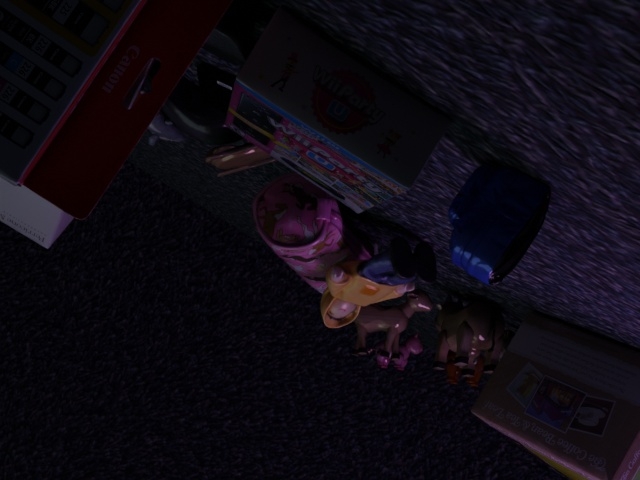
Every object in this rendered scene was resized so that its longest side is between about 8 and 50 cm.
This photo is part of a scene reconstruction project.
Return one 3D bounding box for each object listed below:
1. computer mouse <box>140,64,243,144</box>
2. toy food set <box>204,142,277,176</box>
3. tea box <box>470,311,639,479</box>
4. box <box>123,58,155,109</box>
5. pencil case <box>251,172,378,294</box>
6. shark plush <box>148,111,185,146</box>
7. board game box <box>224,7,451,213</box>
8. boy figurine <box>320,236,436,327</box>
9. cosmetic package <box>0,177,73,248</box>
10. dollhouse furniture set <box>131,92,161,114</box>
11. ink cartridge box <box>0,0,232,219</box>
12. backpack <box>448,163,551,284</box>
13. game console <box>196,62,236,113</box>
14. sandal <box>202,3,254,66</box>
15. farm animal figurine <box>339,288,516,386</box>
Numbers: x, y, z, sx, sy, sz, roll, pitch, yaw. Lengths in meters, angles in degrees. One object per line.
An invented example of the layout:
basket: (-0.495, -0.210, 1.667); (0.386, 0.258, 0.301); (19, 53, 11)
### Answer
computer mouse: (-0.250, -0.237, 1.696); (0.272, 0.072, 0.188); (31, 172, 7)
toy food set: (-0.137, -0.157, 1.687); (0.192, 0.132, 0.038); (101, 154, -85)
tea box: (0.504, 0.323, 1.673); (0.323, 0.220, 0.329); (36, 172, -34)
box: (-0.435, -0.298, 1.380); (0.381, 0.191, 0.143); (27, -178, -15)
pencil case: (0.000, 0.000, 1.899); (0.160, 0.167, 0.386); (59, -174, 25)
shark plush: (-0.339, -0.266, 2.095); (0.067, 0.073, 0.161); (11, 147, 11)
board game box: (0.004, -0.141, 1.166); (0.224, 0.097, 0.303); (32, 172, -5)
boy figurine: (0.081, 0.081, 1.803); (0.177, 0.092, 0.285); (14, 149, -34)
cosmetic package: (-0.505, -0.180, 1.749); (0.217, 0.156, 0.385); (30, 138, -4)
dollhouse furniture set: (-0.497, -0.350, 1.867); (0.374, 0.152, 0.201); (56, 163, -26)
ink cartridge box: (-0.246, -0.212, 0.885); (0.272, 0.309, 0.130); (33, 173, -14)
backpack: (0.193, -0.016, 1.099); (0.101, 0.120, 0.098); (29, 173, 22)
game console: (-0.118, -0.221, 1.485); (0.122, 0.071, 0.107); (28, 142, 29)
sandal: (-0.117, -0.249, 1.129); (0.097, 0.054, 0.254); (27, -175, -7)
farm animal figurine: (0.258, 0.183, 1.999); (0.330, 0.172, 0.327); (21, 161, -33)
